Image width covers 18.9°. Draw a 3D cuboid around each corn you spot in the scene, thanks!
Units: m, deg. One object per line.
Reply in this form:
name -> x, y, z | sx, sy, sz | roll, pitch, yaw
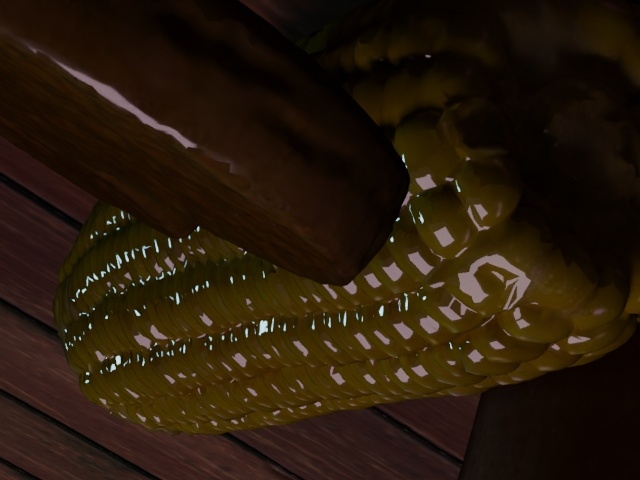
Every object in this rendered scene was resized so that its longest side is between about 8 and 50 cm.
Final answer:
corn -> 0.000, 0.000, 0.667 | 0.131, 0.131, 0.344 | 30, 158, -20

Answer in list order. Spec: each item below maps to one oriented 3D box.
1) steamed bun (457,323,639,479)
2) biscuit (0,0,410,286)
steamed bun -> 0.226, 0.131, 0.620 | 0.379, 0.235, 0.248 | 18, 163, 4
biscuit -> -0.130, -0.095, 0.523 | 0.432, 0.064, 0.283 | 25, 171, 44
